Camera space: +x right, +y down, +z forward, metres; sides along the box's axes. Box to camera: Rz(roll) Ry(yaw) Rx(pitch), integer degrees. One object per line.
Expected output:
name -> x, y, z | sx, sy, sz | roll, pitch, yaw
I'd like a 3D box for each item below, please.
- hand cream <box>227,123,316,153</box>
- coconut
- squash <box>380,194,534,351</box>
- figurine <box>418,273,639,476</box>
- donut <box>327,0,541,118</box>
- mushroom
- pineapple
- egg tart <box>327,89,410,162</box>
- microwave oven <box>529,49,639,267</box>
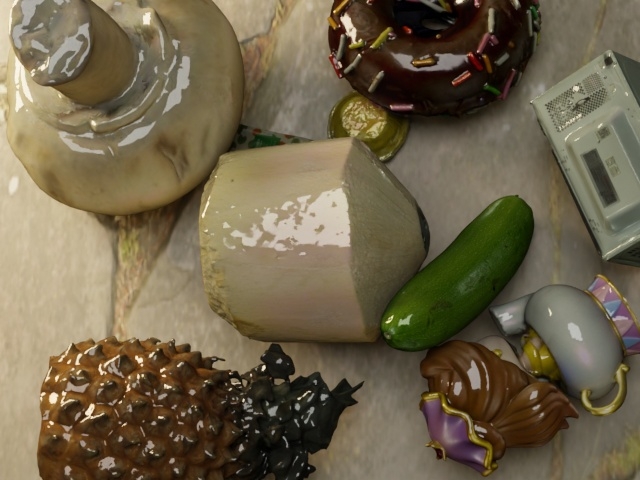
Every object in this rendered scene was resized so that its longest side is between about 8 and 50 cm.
hand cream -> -0.040, -0.104, 1.810 | 0.165, 0.037, 0.057 | 12, 73, 19
coconut -> 0.000, 0.000, 1.660 | 0.244, 0.239, 0.239 | -1, 71, 8
squash -> 0.162, 0.039, 1.644 | 0.082, 0.082, 0.292 | 32, 44, 18
figurine -> 0.220, 0.146, 1.618 | 0.263, 0.142, 0.189 | -30, 45, -6
donut -> 0.134, -0.269, 1.785 | 0.270, 0.103, 0.269 | -3, 60, 5
mushroom -> -0.243, -0.197, 1.712 | 0.314, 0.336, 0.314 | -2, 79, 8
pineapple -> -0.123, 0.210, 1.629 | 0.357, 0.223, 0.223 | -2, 70, -5
egg tart -> 0.056, -0.142, 1.802 | 0.105, 0.039, 0.105 | -3, 72, 9
microwave oven -> 0.346, -0.086, 1.663 | 0.122, 0.162, 0.208 | -34, 66, 30
